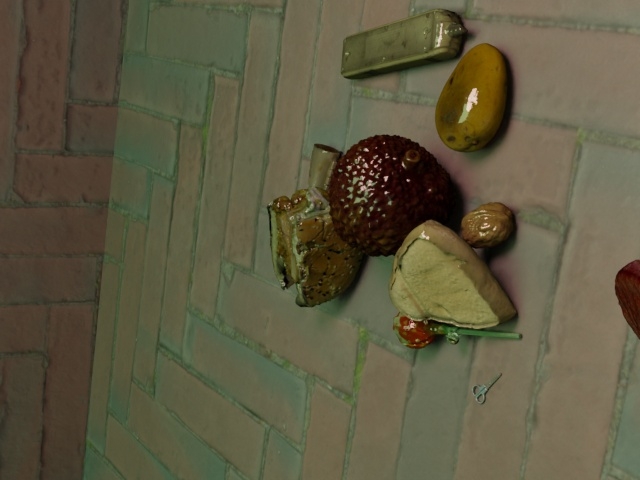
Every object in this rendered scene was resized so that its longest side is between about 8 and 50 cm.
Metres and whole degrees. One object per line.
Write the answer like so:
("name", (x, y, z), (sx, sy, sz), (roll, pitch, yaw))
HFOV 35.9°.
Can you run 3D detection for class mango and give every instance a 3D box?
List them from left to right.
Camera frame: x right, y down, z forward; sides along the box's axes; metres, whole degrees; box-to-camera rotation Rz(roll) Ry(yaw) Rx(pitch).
("mango", (0.267, -0.252, 1.740), (0.137, 0.098, 0.195), (17, 98, 60))

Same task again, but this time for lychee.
("lychee", (0.125, -0.075, 1.833), (0.271, 0.236, 0.236), (120, 139, -59))

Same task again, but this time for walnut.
("walnut", (0.290, -0.026, 1.714), (0.096, 0.082, 0.079), (-25, 38, 46))

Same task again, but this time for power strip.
("power strip", (0.162, -0.384, 1.940), (0.387, 0.066, 0.092), (2, 89, 59))

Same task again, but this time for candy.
("candy", (0.249, 0.166, 1.798), (0.287, 0.084, 0.078), (1, 65, 47))

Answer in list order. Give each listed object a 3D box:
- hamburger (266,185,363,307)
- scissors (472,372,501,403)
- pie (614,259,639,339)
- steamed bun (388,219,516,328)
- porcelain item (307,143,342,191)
("hamburger", (0.000, 0.000, 2.077), (0.168, 0.192, 0.288), (-121, 19, -47))
("scissors", (0.298, 0.259, 1.757), (0.083, 0.006, 0.036), (-53, 49, 41))
("pie", (0.471, 0.110, 1.374), (0.182, 0.049, 0.182), (61, 177, 5))
("steamed bun", (0.211, 0.058, 1.744), (0.231, 0.110, 0.212), (50, 142, -16))
("porcelain item", (-0.007, -0.103, 2.191), (0.084, 0.054, 0.213), (36, 118, 54))
